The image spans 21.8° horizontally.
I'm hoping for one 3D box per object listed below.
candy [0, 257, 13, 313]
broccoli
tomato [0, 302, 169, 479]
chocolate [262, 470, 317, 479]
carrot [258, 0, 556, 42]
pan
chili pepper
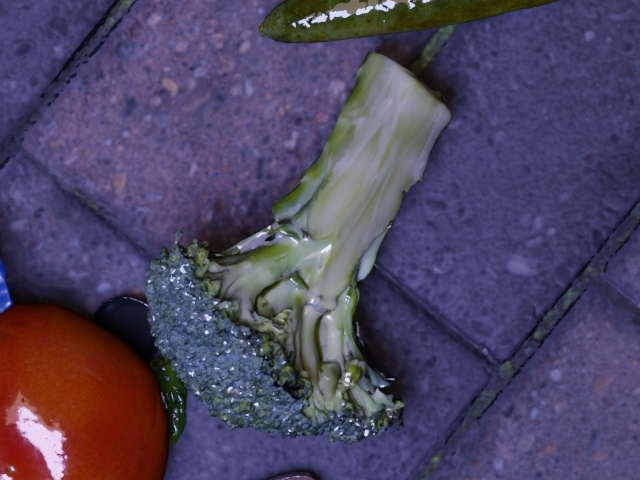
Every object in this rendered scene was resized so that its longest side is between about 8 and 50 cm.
[{"bbox_3d":[-0.400,-0.057,1.509,0.187,0.077,0.331,-21,71,1],"label":"candy"},{"bbox_3d":[-0.022,-0.008,1.482,0.252,0.221,0.361,10,80,-6],"label":"broccoli"},{"bbox_3d":[-0.255,0.187,1.482,0.260,0.180,0.259,1,98,5],"label":"tomato"},{"bbox_3d":[-0.043,0.248,1.556,0.101,0.031,0.064,-15,108,4],"label":"chocolate"},{"bbox_3d":[0.118,-0.233,1.534,0.359,0.074,0.074,-14,90,2],"label":"carrot"},{"bbox_3d":[-0.188,0.105,1.561,0.068,0.023,0.115,21,101,0],"label":"pan"},{"bbox_3d":[-0.144,0.152,1.561,0.030,0.034,0.091,0,94,31],"label":"chili pepper"}]
